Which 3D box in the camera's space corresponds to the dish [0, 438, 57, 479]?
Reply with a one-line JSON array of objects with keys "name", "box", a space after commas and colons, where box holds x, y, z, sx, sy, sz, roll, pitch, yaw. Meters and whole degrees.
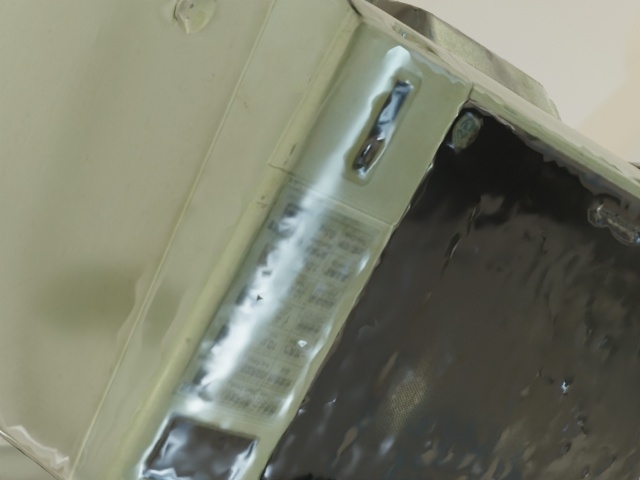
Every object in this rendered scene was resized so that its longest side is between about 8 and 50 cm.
[{"name": "dish", "box": [-0.202, 0.275, 0.982, 0.303, 0.120, 0.303, -4, -77, -18]}]

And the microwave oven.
[{"name": "microwave oven", "box": [0.000, 0.000, 0.762, 0.394, 0.333, 0.247, 23, -89, -48]}]
